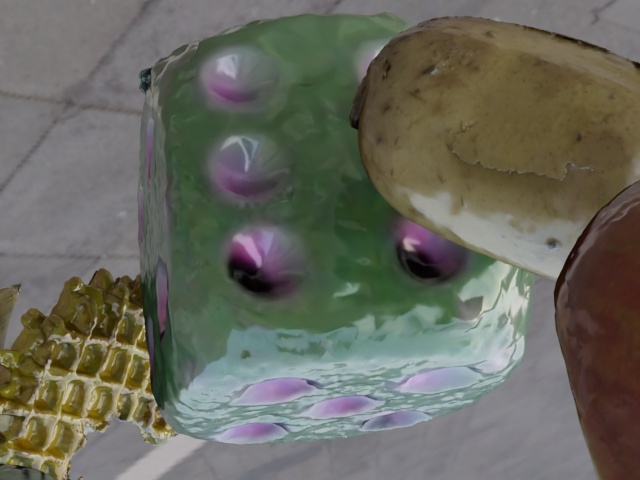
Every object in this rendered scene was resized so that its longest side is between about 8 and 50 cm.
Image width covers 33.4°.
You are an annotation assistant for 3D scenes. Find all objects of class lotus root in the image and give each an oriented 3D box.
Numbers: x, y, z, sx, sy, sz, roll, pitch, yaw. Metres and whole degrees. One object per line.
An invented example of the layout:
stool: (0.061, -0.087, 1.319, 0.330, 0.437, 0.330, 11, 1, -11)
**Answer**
lotus root: (0.156, -0.058, 0.729, 0.146, 0.284, 0.160, 20, 90, -65)

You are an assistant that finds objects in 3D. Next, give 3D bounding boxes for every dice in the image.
dice: (0.000, 0.000, 0.984, 0.318, 0.323, 0.330, -3, 156, -13)

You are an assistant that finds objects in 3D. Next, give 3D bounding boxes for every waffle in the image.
waffle: (-0.248, 0.165, 1.127, 0.293, 0.069, 0.260, -39, 135, -48)

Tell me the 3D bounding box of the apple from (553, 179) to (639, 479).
apple: (0.165, 0.062, 0.338, 0.160, 0.173, 0.195, -34, 126, 8)

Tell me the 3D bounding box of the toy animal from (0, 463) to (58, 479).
toy animal: (-0.285, 0.218, 0.894, 0.216, 0.074, 0.176, -10, 138, 37)

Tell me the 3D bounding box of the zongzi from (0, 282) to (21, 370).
zongzi: (-0.391, 0.154, 1.240, 0.197, 0.194, 0.099, -32, 159, -29)
